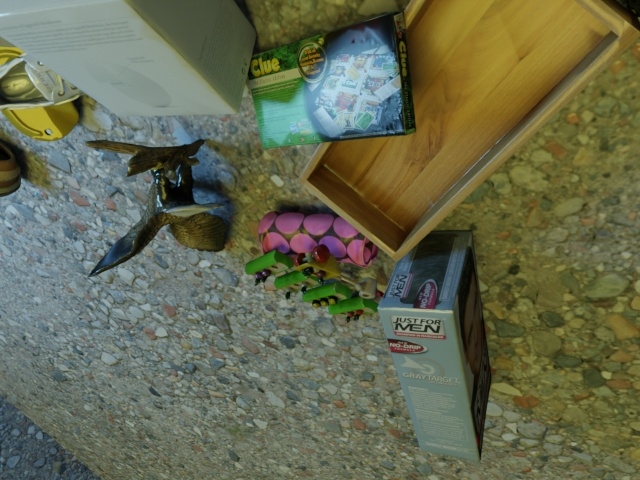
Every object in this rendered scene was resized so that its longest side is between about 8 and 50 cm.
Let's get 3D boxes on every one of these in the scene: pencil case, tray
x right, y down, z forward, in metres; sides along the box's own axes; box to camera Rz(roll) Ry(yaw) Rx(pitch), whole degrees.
[{"bbox_3d":[0.000,0.000,0.826,0.209,0.095,0.098,4,98,24],"label":"pencil case"},{"bbox_3d":[0.147,-0.162,0.612,0.203,0.076,0.411,39,135,0],"label":"tray"}]

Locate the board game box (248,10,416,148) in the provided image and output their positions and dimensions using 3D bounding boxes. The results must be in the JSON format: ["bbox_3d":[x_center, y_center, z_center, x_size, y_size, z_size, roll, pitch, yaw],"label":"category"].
[{"bbox_3d":[0.002,-0.197,0.622,0.260,0.030,0.136,6,115,43],"label":"board game box"}]

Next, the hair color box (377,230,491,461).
[{"bbox_3d":[0.213,0.186,0.813,0.114,0.185,0.374,-1,127,27],"label":"hair color box"}]

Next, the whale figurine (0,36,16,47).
[{"bbox_3d":[-0.445,-0.392,0.646,0.272,0.216,0.141,-31,73,49],"label":"whale figurine"}]

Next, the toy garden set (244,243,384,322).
[{"bbox_3d":[0.010,0.091,0.846,0.244,0.049,0.204,29,150,-27],"label":"toy garden set"}]

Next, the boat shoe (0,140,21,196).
[{"bbox_3d":[-0.795,-0.224,1.012,0.324,0.122,0.120,30,130,-12],"label":"boat shoe"}]

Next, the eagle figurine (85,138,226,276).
[{"bbox_3d":[-0.287,-0.044,0.868,0.226,0.225,0.298,18,124,-3],"label":"eagle figurine"}]

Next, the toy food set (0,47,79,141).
[{"bbox_3d":[-0.530,-0.291,0.857,0.128,0.071,0.218,-19,123,9],"label":"toy food set"}]

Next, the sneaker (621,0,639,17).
[{"bbox_3d":[0.396,-0.224,0.455,0.237,0.085,0.086,31,109,3],"label":"sneaker"}]

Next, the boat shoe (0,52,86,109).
[{"bbox_3d":[-0.428,-0.264,0.764,0.277,0.096,0.098,-16,123,14],"label":"boat shoe"}]

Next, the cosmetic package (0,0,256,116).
[{"bbox_3d":[-0.240,-0.274,0.604,0.224,0.138,0.225,5,168,22],"label":"cosmetic package"}]
